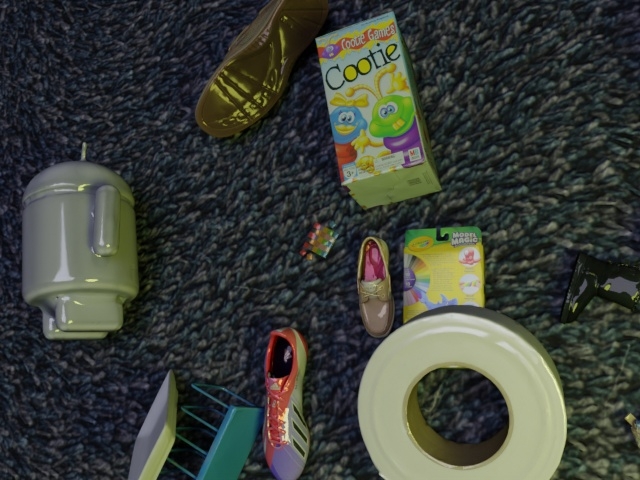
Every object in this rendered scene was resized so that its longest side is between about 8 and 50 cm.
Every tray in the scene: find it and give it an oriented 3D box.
[{"bbox_3d":[-0.265,0.314,1.025,0.030,0.270,0.145,25,91,-13],"label":"tray"}]

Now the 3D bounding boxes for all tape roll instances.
[{"bbox_3d":[0.199,0.238,0.908,0.286,0.100,0.286,1,93,18],"label":"tape roll"}]

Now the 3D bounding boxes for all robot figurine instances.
[{"bbox_3d":[-0.445,0.004,1.180,0.300,0.200,0.353,-24,67,43],"label":"robot figurine"}]

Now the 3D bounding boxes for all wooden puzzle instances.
[{"bbox_3d":[0.000,0.000,1.129,0.049,0.006,0.083,27,86,24],"label":"wooden puzzle"}]

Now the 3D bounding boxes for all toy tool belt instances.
[{"bbox_3d":[0.468,0.252,0.874,0.083,0.052,0.051,-22,78,12],"label":"toy tool belt"}]

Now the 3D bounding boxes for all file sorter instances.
[{"bbox_3d":[-0.186,0.334,1.048,0.104,0.118,0.170,22,84,27],"label":"file sorter"}]

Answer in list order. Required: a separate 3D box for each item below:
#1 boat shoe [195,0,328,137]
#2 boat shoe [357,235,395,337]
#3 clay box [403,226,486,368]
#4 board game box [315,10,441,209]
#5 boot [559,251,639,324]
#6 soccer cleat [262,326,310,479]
[{"bbox_3d":[-0.117,-0.341,1.216,0.341,0.122,0.110,-50,29,-2],"label":"boat shoe"},{"bbox_3d":[0.086,0.074,1.051,0.063,0.059,0.170,-9,73,17],"label":"boat shoe"},{"bbox_3d":[0.198,0.092,1.010,0.127,0.053,0.222,-2,75,19],"label":"clay box"},{"bbox_3d":[0.098,-0.214,1.078,0.142,0.144,0.275,-14,71,16],"label":"board game box"},{"bbox_3d":[0.419,0.080,0.943,0.099,0.045,0.121,18,84,17],"label":"boot"},{"bbox_3d":[-0.063,0.264,1.033,0.083,0.095,0.248,-2,75,19],"label":"soccer cleat"}]
